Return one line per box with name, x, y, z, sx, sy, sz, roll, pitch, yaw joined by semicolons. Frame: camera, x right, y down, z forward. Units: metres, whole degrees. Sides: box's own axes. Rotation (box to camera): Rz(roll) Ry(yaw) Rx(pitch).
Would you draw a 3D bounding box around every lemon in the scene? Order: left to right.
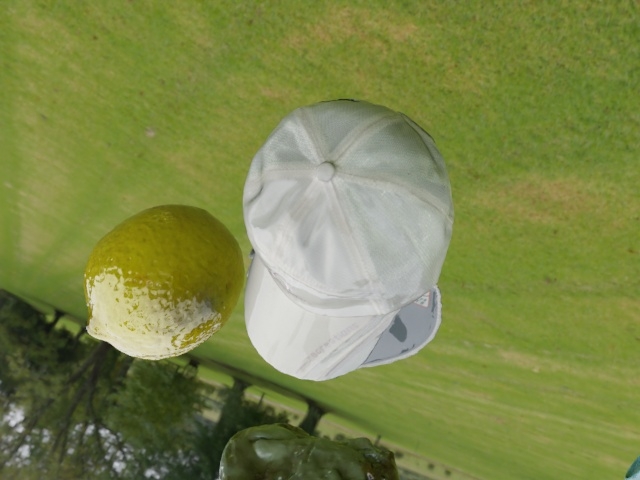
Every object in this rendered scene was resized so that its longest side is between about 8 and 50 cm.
lemon;-0.255;0.065;1.066;0.268;0.267;0.267;21;160;8

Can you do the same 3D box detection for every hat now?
hat;-0.002;0.006;0.590;0.161;0.275;0.232;-12;-130;-47

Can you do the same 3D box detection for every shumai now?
shumai;0.005;0.445;1.189;0.264;0.309;0.304;-25;111;23

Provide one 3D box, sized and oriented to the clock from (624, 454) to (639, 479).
clock;0.506;0.350;0.982;0.045;0.147;0.108;42;152;21
